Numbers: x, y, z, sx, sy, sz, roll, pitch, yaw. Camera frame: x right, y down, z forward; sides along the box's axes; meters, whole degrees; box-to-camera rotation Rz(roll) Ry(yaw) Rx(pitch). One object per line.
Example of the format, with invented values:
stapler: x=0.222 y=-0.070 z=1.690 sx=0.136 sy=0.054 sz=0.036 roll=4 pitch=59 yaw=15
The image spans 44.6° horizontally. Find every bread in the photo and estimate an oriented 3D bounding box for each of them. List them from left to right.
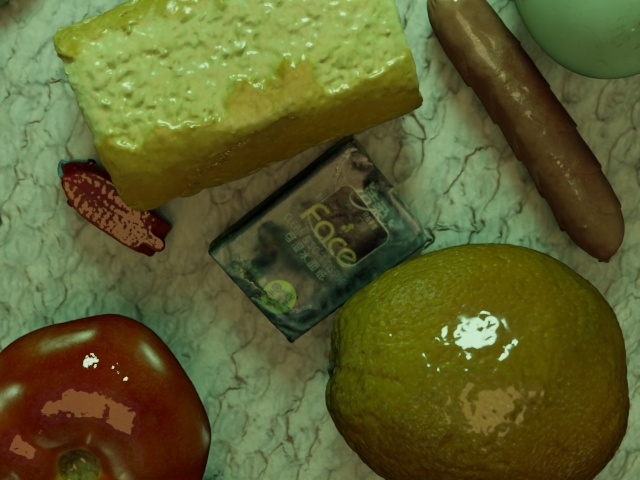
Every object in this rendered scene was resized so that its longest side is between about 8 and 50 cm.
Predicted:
bread: x=-0.083 y=-0.195 z=0.897 sx=0.375 sy=0.165 sz=0.236 roll=-22 pitch=105 yaw=1

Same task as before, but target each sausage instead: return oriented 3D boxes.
sausage: x=0.270 y=-0.141 z=0.981 sx=0.088 sy=0.088 sz=0.433 roll=-36 pitch=107 yaw=6

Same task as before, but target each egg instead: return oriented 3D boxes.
egg: x=0.312 y=-0.363 z=0.845 sx=0.230 sy=0.230 sz=0.371 roll=-8 pitch=100 yaw=-2

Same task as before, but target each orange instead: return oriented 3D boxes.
orange: x=0.185 y=0.161 z=0.949 sx=0.357 sy=0.322 sz=0.322 roll=3 pitch=106 yaw=5

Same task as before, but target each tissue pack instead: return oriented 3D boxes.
tissue pack: x=0.000 y=0.000 z=1.007 sx=0.235 sy=0.073 sz=0.173 roll=-36 pitch=106 yaw=7

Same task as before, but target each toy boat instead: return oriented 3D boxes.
toy boat: x=-0.262 y=-0.046 z=0.984 sx=0.173 sy=0.059 sz=0.069 roll=36 pitch=100 yaw=-6

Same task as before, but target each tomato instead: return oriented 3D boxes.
tomato: x=-0.280 y=0.228 z=0.975 sx=0.299 sy=0.226 sz=0.298 roll=0 pitch=100 yaw=-2

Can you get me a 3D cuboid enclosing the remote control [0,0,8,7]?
remote control: x=-0.408 y=-0.299 z=0.907 sx=0.221 sy=0.042 sz=0.078 roll=-35 pitch=106 yaw=6
